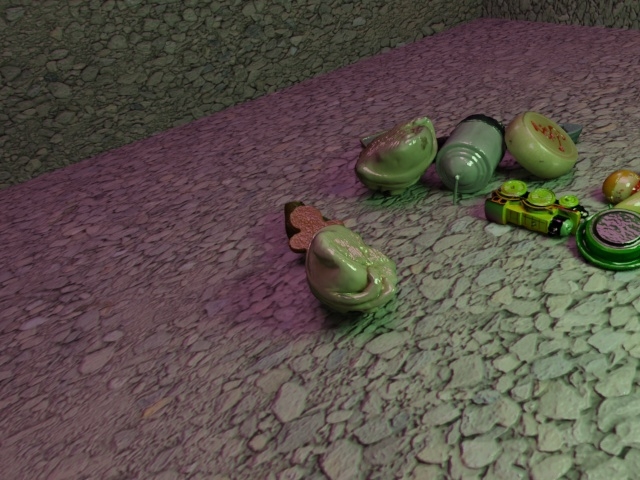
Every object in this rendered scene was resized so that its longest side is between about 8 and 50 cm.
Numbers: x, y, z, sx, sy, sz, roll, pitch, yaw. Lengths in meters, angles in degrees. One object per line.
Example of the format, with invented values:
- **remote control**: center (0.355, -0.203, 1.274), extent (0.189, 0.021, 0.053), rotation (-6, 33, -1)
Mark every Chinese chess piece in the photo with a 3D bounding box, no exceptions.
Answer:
- **Chinese chess piece**: center (0.794, -0.344, 1.686), extent (0.273, 0.102, 0.273), rotation (15, 51, -19)

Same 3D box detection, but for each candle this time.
- **candle**: center (0.553, -0.311, 1.731), extent (0.221, 0.221, 0.342), rotation (10, 40, 30)

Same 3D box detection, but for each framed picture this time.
- **framed picture**: center (0.303, -0.470, 2.205), extent (0.203, 0.015, 0.150), rotation (-19, 45, -7)

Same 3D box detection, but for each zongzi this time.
- **zongzi**: center (-0.031, -0.091, 1.734), extent (0.204, 0.094, 0.205), rotation (-9, 34, -1)

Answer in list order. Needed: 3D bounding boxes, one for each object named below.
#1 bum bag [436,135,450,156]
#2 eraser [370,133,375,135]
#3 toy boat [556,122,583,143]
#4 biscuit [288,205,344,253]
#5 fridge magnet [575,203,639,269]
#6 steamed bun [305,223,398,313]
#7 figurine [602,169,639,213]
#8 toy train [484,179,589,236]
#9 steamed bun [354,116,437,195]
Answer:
- **bum bag**: center (0.484, -0.391, 1.984), extent (0.340, 0.095, 0.144), rotation (-8, 27, -2)
- **eraser**: center (0.278, -0.502, 2.276), extent (0.027, 0.019, 0.099), rotation (-32, 39, -24)
- **toy boat**: center (0.903, -0.417, 1.889), extent (0.282, 0.078, 0.127), rotation (-6, 34, 10)
- **biscuit**: center (-0.001, 0.002, 1.567), extent (0.205, 0.049, 0.324), rotation (-26, 58, -19)
- **fridge magnet**: center (0.830, -0.011, 1.310), extent (0.208, 0.088, 0.208), rotation (-14, 49, 17)
- **steamed bun**: center (0.061, 0.105, 1.314), extent (0.268, 0.207, 0.280), rotation (32, 20, -2)
- **figurine**: center (0.994, -0.156, 1.449), extent (0.324, 0.124, 0.222), rotation (-32, 38, -19)
- **toy train**: center (0.680, -0.095, 1.491), extent (0.160, 0.101, 0.296), rotation (-41, 43, -23)
- **steamed bun**: center (0.306, -0.302, 1.780), extent (0.324, 0.219, 0.310), rotation (-23, 23, 33)
